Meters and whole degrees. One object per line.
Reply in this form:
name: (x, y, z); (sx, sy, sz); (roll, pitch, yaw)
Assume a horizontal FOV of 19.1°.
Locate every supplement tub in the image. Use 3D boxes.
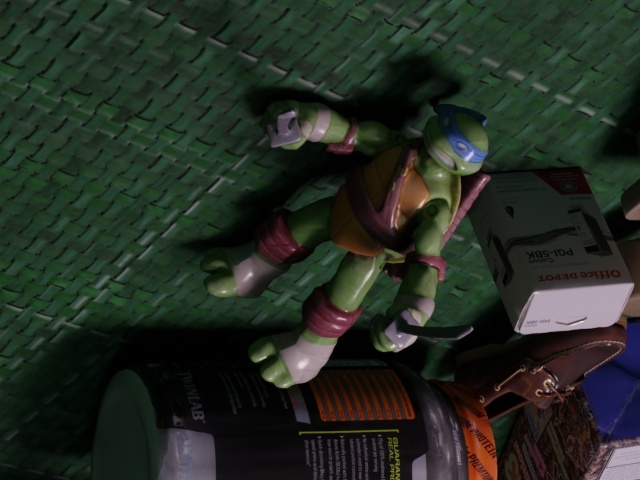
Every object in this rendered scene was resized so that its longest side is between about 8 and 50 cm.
supplement tub: (-0.023, 0.211, 1.739); (0.338, 0.207, 0.207); (2, 139, -25)

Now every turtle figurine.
turtle figurine: (0.000, 0.000, 1.493); (0.198, 0.275, 0.266); (37, 128, -10)

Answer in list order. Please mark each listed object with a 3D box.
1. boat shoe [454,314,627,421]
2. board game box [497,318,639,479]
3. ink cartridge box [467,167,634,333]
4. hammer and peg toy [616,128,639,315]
boat shoe: (0.207, 0.124, 1.786); (0.073, 0.073, 0.207); (18, 151, -33)
board game box: (0.331, 0.218, 1.960); (0.232, 0.141, 0.291); (-6, 142, -17)
ink cartridge box: (0.196, 0.007, 1.631); (0.099, 0.135, 0.056); (-5, 141, -19)
hammer and peg toy: (0.401, -0.059, 1.631); (0.266, 0.127, 0.361); (-1, 157, -22)
